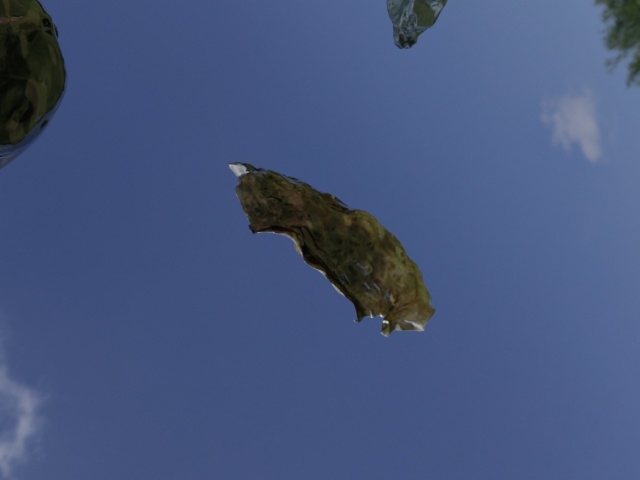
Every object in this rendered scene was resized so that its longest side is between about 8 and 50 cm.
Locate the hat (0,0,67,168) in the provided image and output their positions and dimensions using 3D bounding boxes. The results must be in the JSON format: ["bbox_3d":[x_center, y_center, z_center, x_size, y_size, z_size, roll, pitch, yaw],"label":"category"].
[{"bbox_3d":[-0.444,-0.116,1.196,0.257,0.366,0.381,-10,-113,-8],"label":"hat"}]

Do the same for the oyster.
[{"bbox_3d":[0.006,-0.009,1.183,0.271,0.100,0.275,18,-150,-39],"label":"oyster"}]

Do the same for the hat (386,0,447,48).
[{"bbox_3d":[0.113,-0.345,1.202,0.122,0.081,0.166,75,180,-74],"label":"hat"}]
